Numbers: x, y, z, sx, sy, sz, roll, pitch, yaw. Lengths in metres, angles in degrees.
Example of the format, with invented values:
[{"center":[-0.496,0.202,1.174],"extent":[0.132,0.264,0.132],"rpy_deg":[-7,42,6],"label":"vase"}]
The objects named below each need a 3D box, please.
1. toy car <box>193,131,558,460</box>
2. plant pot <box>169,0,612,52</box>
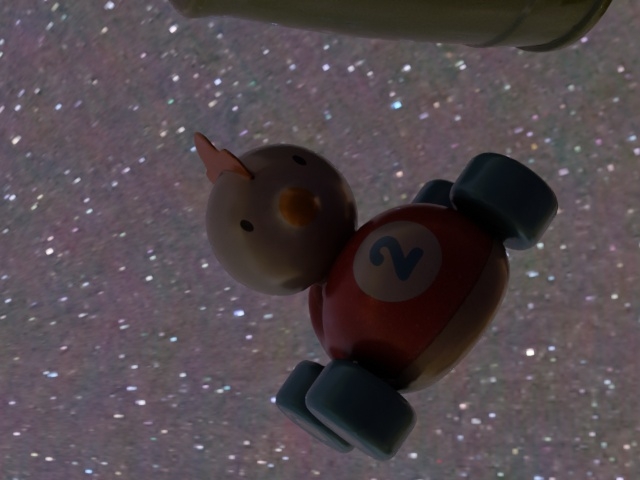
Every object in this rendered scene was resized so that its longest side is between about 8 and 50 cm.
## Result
[{"center":[0.000,0.000,0.822],"extent":[0.238,0.210,0.219],"rpy_deg":[37,-103,-6],"label":"toy car"},{"center":[0.031,-0.331,0.999],"extent":[0.352,0.366,0.367],"rpy_deg":[-9,-94,-18],"label":"plant pot"}]
